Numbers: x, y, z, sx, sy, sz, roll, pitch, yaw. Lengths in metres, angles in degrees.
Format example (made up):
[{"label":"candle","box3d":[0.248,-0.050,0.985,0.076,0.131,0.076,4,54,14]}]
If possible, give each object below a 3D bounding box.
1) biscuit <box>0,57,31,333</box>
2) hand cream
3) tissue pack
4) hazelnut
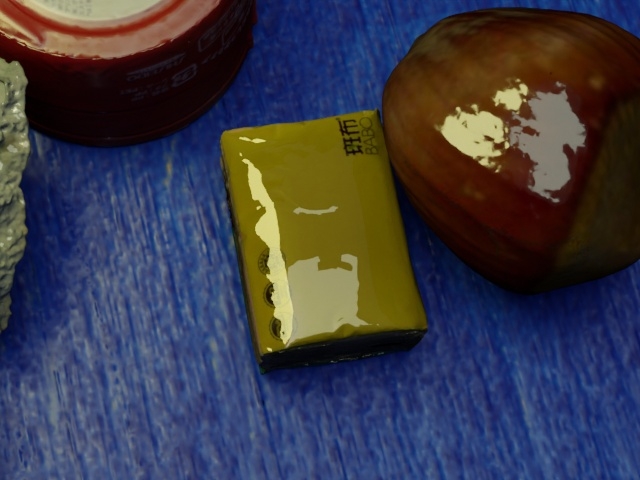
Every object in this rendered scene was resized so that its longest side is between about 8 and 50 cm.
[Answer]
[{"label":"biscuit","box3d":[-0.263,-0.059,1.052,0.040,0.188,0.265,-7,65,-51]},{"label":"hand cream","box3d":[-0.155,-0.193,1.108,0.230,0.149,0.230,2,72,-5]},{"label":"tissue pack","box3d":[0.000,0.000,1.081,0.120,0.082,0.169,-8,71,-7]},{"label":"hazelnut","box3d":[0.146,-0.070,1.073,0.212,0.181,0.181,-31,115,-38]}]
